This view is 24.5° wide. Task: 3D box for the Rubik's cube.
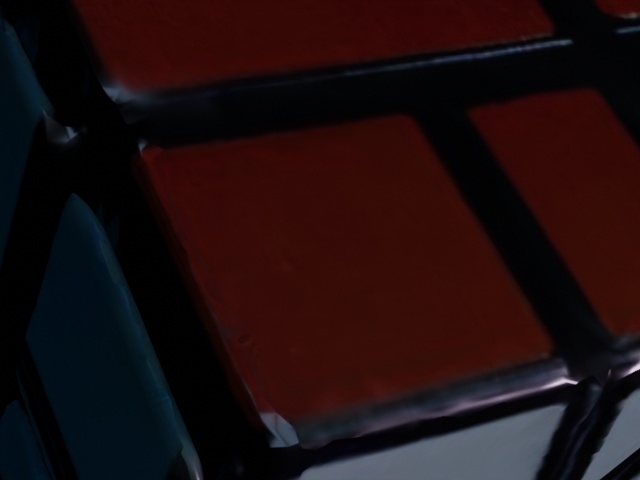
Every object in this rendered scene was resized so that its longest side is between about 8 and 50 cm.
[{"bbox_3d":[0.000,0.000,0.537,0.293,0.288,0.283,-7,58,-30],"label":"Rubik's cube"}]
